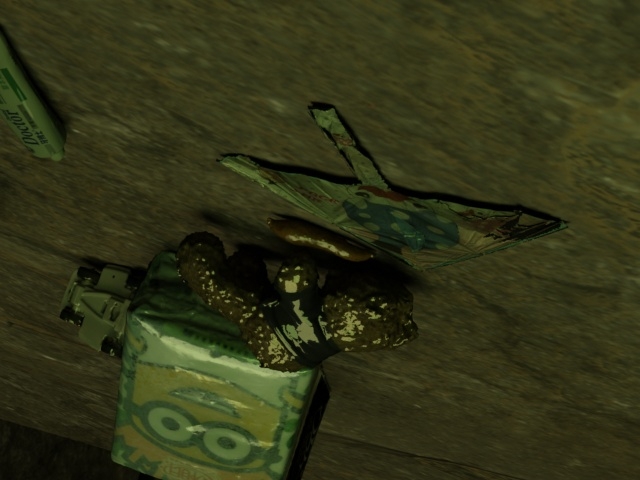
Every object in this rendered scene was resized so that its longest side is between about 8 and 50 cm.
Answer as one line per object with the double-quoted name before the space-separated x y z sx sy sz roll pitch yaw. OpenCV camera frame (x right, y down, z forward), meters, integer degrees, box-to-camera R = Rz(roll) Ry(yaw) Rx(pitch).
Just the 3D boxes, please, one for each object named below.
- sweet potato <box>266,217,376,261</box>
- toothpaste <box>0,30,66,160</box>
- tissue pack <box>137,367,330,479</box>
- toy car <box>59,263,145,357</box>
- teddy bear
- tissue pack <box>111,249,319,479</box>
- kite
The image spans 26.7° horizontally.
"sweet potato" 0.000 0.000 1.339 0.115 0.026 0.026 20 162 0
"toothpaste" -0.280 -0.132 1.237 0.064 0.041 0.218 3 155 14
"tissue pack" -0.138 0.332 1.875 0.210 0.370 0.198 18 163 7
"toy car" -0.258 0.091 1.762 0.139 0.112 0.112 22 180 26
"teddy bear" -0.025 0.075 1.409 0.251 0.129 0.182 8 173 26
"tissue pack" -0.128 0.182 1.653 0.228 0.128 0.311 19 135 4
"kite" 0.059 -0.038 1.197 0.335 0.011 0.314 10 159 24
